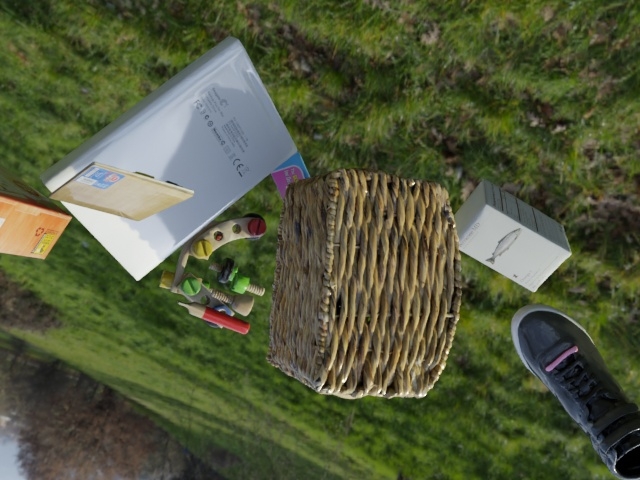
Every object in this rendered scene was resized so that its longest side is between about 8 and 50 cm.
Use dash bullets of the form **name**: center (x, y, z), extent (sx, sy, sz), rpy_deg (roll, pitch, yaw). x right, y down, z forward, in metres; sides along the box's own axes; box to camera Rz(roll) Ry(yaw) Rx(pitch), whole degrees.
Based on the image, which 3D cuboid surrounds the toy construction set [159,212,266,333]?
- **toy construction set**: center (-0.250, 0.045, 1.189), extent (0.237, 0.258, 0.309), rpy_deg (24, -162, -21)

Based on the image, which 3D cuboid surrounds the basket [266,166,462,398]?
- **basket**: center (0.061, 0.058, 0.869), extent (0.213, 0.299, 0.223), rpy_deg (5, 177, -21)

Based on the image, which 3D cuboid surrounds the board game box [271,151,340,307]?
- **board game box**: center (0.000, 0.000, 1.195), extent (0.064, 0.317, 0.242), rpy_deg (-24, 177, 1)

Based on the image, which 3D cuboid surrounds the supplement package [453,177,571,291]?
- **supplement package**: center (0.338, -0.010, 1.085), extent (0.179, 0.105, 0.105), rpy_deg (29, 123, -6)

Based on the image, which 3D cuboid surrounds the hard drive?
- **hard drive**: center (-0.193, -0.109, 0.839), extent (0.040, 0.307, 0.203), rpy_deg (39, 165, 45)

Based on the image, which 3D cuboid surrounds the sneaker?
- **sneaker**: center (0.393, 0.219, 0.868), extent (0.296, 0.104, 0.147), rpy_deg (51, -173, -13)

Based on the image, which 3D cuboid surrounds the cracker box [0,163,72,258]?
- **cracker box**: center (-0.415, -0.073, 0.660), extent (0.232, 0.067, 0.155), rpy_deg (34, 180, 13)

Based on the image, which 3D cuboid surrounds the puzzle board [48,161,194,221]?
- **puzzle board**: center (-0.195, -0.047, 0.586), extent (0.096, 0.011, 0.128), rpy_deg (17, 159, -36)
